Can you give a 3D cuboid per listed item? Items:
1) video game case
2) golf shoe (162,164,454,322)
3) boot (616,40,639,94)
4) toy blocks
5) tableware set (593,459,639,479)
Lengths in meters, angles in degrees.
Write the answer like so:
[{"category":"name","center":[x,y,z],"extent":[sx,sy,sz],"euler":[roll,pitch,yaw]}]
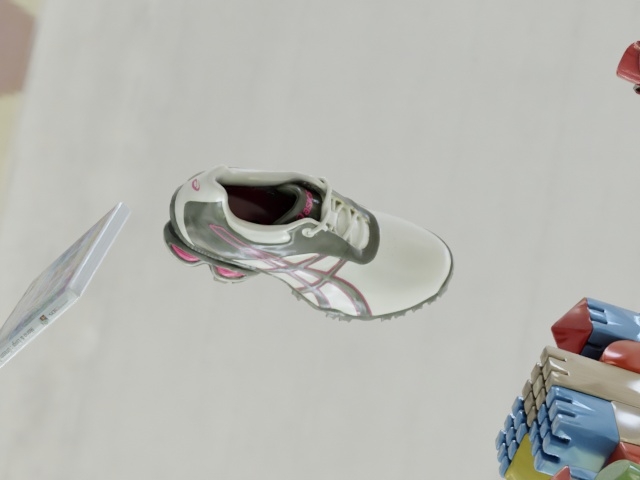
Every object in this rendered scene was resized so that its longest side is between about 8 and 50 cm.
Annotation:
[{"category":"video game case","center":[-0.245,0.045,1.828],"extent":[0.143,0.019,0.157],"euler":[-39,-165,30]},{"category":"golf shoe","center":[0.000,0.000,1.753],"extent":[0.120,0.272,0.105],"euler":[131,-33,-61]},{"category":"boot","center":[0.318,-0.090,1.491],"extent":[0.088,0.176,0.244],"euler":[95,-8,-48]},{"category":"toy blocks","center":[0.258,0.174,1.513],"extent":[0.381,0.261,0.191],"euler":[-91,-159,-58]},{"category":"tableware set","center":[0.197,0.109,0.967],"extent":[0.154,0.024,0.104],"euler":[-33,-165,19]}]
